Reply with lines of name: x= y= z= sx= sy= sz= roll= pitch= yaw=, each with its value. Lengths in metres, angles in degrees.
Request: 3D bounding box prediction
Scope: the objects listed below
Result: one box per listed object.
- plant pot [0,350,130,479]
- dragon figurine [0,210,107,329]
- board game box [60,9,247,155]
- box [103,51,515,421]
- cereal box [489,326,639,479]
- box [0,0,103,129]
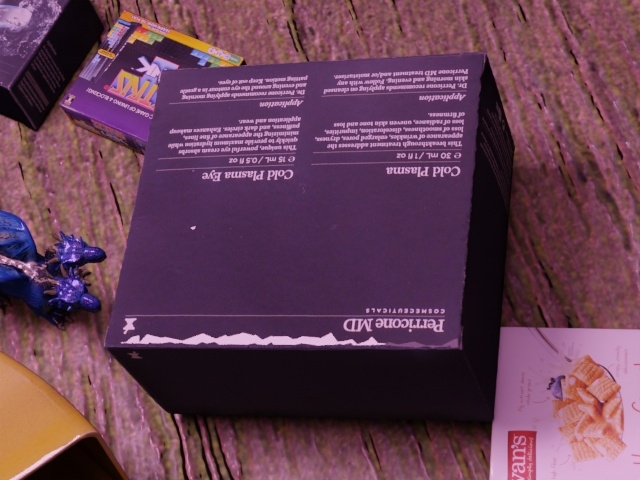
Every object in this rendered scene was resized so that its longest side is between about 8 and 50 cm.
plant pot: x=-0.308 y=0.232 z=1.368 sx=0.212 sy=0.212 sz=0.187 roll=-34 pitch=51 yaw=-12
dragon figurine: x=-0.336 y=0.022 z=1.508 sx=0.289 sy=0.144 sz=0.085 roll=16 pitch=68 yaw=19
board game box: x=-0.186 y=-0.170 z=1.627 sx=0.170 sy=0.048 sz=0.141 roll=23 pitch=70 yaw=21
box: x=0.000 y=0.000 z=1.403 sx=0.343 sy=0.179 sz=0.312 roll=0 pitch=61 yaw=17
cereal box: x=0.283 y=0.169 z=1.360 sx=0.240 sy=0.047 sz=0.173 roll=0 pitch=63 yaw=12
box: x=-0.367 y=-0.237 z=1.674 sx=0.156 sy=0.093 sz=0.158 roll=22 pitch=69 yaw=21
